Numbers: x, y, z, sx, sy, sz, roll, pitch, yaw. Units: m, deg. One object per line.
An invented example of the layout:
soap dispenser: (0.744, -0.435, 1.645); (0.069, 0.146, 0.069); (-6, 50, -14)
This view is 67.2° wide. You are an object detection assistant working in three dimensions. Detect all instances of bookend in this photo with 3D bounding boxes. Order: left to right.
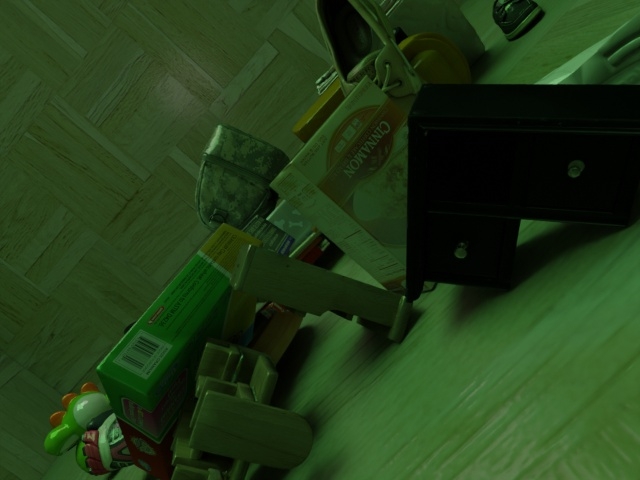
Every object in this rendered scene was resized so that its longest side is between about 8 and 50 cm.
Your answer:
bookend: (0.144, -0.027, 0.350); (0.072, 0.156, 0.157); (-62, -27, -52)

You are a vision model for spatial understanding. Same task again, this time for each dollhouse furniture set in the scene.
dollhouse furniture set: (-0.036, 0.143, 0.472); (0.212, 0.161, 0.242); (178, 111, -76)

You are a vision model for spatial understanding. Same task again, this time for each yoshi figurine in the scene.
yoshi figurine: (-0.449, 0.403, 1.148); (0.362, 0.203, 0.203); (-38, 45, -26)

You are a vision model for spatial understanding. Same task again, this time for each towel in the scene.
towel: (0.185, -0.389, 1.071); (0.317, 0.053, 0.332); (-44, -31, 22)

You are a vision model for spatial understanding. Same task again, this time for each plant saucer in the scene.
plant saucer: (-0.097, 0.174, 0.672); (0.200, 0.037, 0.200); (-52, 3, 3)

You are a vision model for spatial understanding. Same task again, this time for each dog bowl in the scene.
dog bowl: (-0.105, -0.015, 1.234); (0.349, 0.102, 0.349); (-46, 6, 6)

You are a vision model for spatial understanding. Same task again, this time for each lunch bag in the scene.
lunch bag: (-0.216, -0.128, 1.274); (0.305, 0.213, 0.256); (159, 136, -85)

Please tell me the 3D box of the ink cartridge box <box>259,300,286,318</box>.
ink cartridge box: (-0.084, 0.123, 0.913); (0.115, 0.029, 0.063); (-54, 12, -31)

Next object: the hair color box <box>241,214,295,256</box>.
hair color box: (-0.196, 0.127, 1.005); (0.338, 0.110, 0.185); (-56, 4, 21)

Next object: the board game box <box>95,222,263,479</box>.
board game box: (-0.175, 0.165, 0.668); (0.242, 0.064, 0.316); (-58, -12, -40)

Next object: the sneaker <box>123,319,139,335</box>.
sneaker: (-0.436, 0.306, 1.464); (0.296, 0.124, 0.178); (-15, -56, -34)

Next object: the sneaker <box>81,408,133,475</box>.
sneaker: (-0.308, 0.334, 0.892); (0.112, 0.120, 0.299); (-11, 4, 4)

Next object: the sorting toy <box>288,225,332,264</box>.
sorting toy: (0.000, 0.000, 0.912); (0.196, 0.047, 0.347); (-48, -1, -8)

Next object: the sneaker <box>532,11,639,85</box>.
sneaker: (0.227, -0.117, 0.420); (0.095, 0.090, 0.235); (-40, 7, -38)

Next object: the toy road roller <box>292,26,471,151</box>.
toy road roller: (0.128, -0.225, 0.878); (0.329, 0.202, 0.240); (-46, 21, 4)

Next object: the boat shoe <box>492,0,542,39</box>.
boat shoe: (0.401, -0.482, 1.018); (0.080, 0.073, 0.223); (-43, 11, 26)

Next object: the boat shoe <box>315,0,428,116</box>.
boat shoe: (0.083, -0.231, 0.722); (0.122, 0.341, 0.110); (-35, -19, 31)

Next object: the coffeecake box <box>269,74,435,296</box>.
coffeecake box: (0.065, -0.054, 0.512); (0.142, 0.185, 0.068); (-54, 11, -26)
